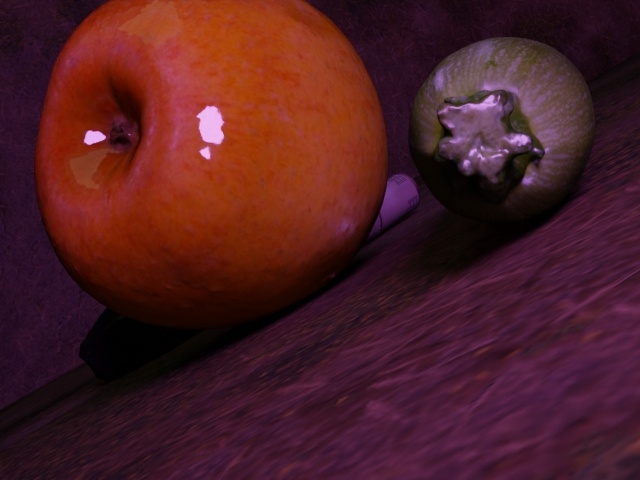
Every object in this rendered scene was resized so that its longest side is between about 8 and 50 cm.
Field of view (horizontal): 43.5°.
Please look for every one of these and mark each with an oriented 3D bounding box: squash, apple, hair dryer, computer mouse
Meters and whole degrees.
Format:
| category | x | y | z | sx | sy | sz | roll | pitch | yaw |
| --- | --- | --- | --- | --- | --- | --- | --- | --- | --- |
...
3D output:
| category | x | y | z | sx | sy | sz | roll | pitch | yaw |
| --- | --- | --- | --- | --- | --- | --- | --- | --- | --- |
| squash | 0.120 | -0.077 | 0.519 | 0.107 | 0.107 | 0.395 | -28 | 1 | 18 |
| apple | -0.094 | -0.072 | 0.664 | 0.299 | 0.299 | 0.275 | -28 | -8 | 26 |
| hair dryer | -0.009 | 0.006 | 0.975 | 0.220 | 0.054 | 0.195 | -28 | 3 | 45 |
| computer mouse | -0.184 | 0.065 | 1.064 | 0.323 | 0.116 | 0.183 | -32 | -1 | -44 |
